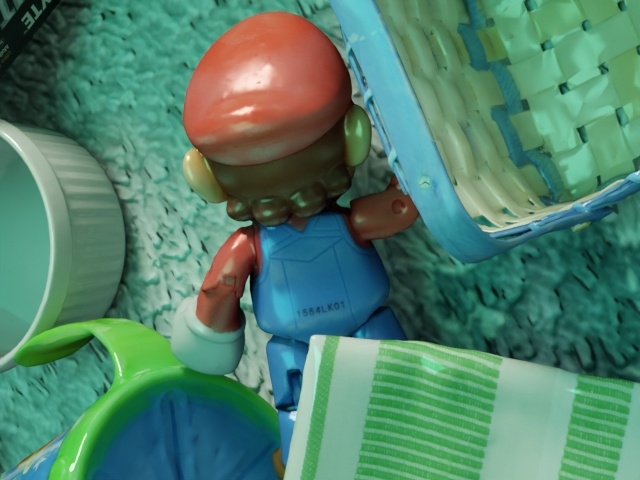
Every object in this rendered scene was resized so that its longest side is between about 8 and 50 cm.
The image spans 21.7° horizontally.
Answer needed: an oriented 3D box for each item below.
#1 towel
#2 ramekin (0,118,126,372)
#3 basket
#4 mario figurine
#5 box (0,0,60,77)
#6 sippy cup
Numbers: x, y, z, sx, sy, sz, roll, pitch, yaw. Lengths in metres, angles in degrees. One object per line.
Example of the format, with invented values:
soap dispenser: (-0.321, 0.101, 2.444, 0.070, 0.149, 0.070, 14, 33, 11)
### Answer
towel: (0.130, 0.199, 1.056, 0.325, 0.038, 0.248, 12, 101, 10)
ramekin: (-0.251, 0.002, 1.330, 0.207, 0.109, 0.207, 2, 94, 34)
basket: (0.101, -0.120, 0.973, 0.201, 0.289, 0.254, -29, 80, 37)
mario figurine: (0.000, 0.000, 1.150, 0.170, 0.198, 0.320, -2, 104, 57)
box: (-0.368, -0.185, 1.329, 0.293, 0.073, 0.295, 20, 67, 33)
sippy cup: (-0.149, 0.231, 1.221, 0.224, 0.240, 0.305, -25, 42, 43)
